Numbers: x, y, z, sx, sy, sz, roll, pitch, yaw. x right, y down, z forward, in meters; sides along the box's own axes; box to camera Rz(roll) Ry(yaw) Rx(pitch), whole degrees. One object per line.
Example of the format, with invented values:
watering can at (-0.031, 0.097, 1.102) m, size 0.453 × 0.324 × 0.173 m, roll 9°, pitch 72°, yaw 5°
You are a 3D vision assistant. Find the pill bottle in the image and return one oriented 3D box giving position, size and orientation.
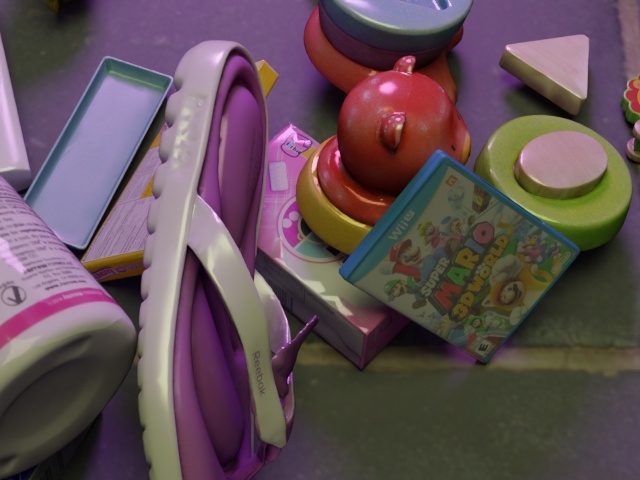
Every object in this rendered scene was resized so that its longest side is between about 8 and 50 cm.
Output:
pill bottle at (-0.274, 0.019, 1.162) m, size 0.160 × 0.160 × 0.283 m, roll -36°, pitch 66°, yaw -22°

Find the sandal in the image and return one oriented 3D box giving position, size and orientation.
sandal at (-0.057, 0.047, 1.189) m, size 0.102 × 0.169 × 0.416 m, roll -5°, pitch 76°, yaw 19°

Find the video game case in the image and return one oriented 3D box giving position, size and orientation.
video game case at (0.108, 0.016, 1.256) m, size 0.119 × 0.166 × 0.015 m, roll -51°, pitch 37°, yaw 11°

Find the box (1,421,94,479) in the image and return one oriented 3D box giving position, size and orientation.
box at (-0.252, 0.130, 1.232) m, size 0.137 × 0.072 × 0.126 m, roll 23°, pitch 60°, yaw 11°

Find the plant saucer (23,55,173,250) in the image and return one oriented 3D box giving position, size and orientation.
plant saucer at (-0.189, -0.073, 1.385) m, size 0.067 × 0.018 × 0.192 m, roll 19°, pitch 58°, yaw 7°

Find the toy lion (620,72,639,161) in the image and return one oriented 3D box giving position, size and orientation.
toy lion at (0.309, -0.106, 1.433) m, size 0.100 × 0.034 × 0.096 m, roll 16°, pitch 52°, yaw 6°

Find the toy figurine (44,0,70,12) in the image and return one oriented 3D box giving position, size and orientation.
toy figurine at (-0.165, -0.392, 1.491) m, size 0.217 × 0.191 × 0.363 m, roll -5°, pitch 61°, yaw -12°

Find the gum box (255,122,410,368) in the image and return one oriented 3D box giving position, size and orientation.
gum box at (0.000, 0.000, 1.330) m, size 0.188 × 0.062 × 0.107 m, roll 38°, pitch 64°, yaw 18°

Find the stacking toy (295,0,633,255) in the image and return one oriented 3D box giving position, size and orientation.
stacking toy at (0.125, -0.133, 1.335) m, size 0.279 × 0.130 × 0.309 m, roll 6°, pitch 49°, yaw -10°

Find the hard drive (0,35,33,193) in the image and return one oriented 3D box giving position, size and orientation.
hard drive at (-0.380, -0.162, 1.417) m, size 0.210 × 0.040 × 0.319 m, roll -12°, pitch 61°, yaw -10°

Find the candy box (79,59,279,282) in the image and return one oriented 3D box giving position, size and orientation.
candy box at (-0.114, -0.056, 1.341) m, size 0.027 × 0.105 × 0.206 m, roll 43°, pitch 58°, yaw -25°
